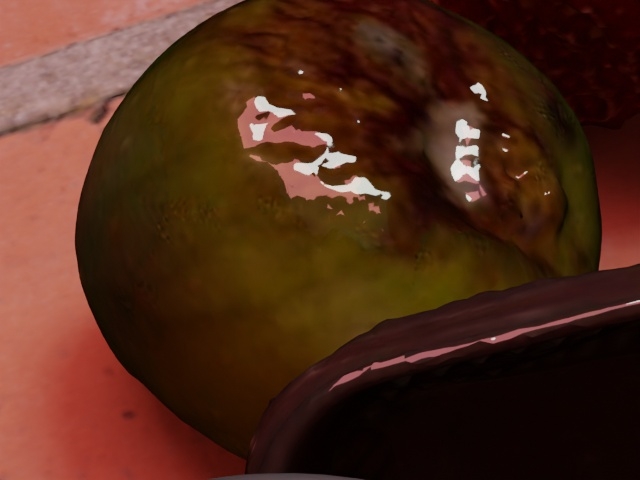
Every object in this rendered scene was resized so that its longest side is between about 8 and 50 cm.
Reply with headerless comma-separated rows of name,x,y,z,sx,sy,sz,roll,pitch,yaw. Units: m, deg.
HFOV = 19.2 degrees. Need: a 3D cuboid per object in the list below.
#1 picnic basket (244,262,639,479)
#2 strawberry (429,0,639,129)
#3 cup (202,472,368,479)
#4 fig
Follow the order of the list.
picnic basket,0.133,0.102,0.533,0.296,0.223,0.129,-11,2,-1
strawberry,0.128,-0.182,0.766,0.261,0.258,0.261,0,65,0
cup,0.032,0.203,0.316,0.212,0.212,0.317,-28,57,-20
fig,0.000,0.000,0.678,0.191,0.181,0.181,-7,36,41
